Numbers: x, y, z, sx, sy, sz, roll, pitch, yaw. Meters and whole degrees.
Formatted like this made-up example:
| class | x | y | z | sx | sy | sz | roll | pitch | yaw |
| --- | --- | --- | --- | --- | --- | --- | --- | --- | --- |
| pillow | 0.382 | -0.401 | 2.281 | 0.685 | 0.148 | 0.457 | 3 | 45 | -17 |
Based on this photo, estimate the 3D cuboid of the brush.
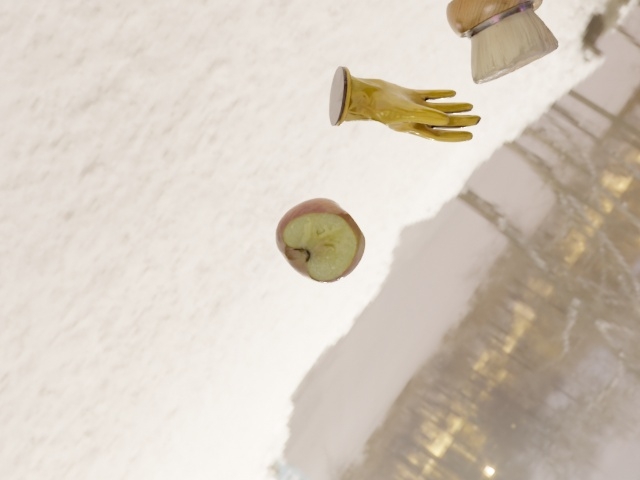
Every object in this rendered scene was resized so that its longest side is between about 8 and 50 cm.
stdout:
| class | x | y | z | sx | sy | sz | roll | pitch | yaw |
| --- | --- | --- | --- | --- | --- | --- | --- | --- | --- |
| brush | 0.361 | -0.407 | 1.977 | 0.174 | 0.166 | 0.267 | -26 | -179 | 37 |

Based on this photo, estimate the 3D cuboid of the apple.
| class | x | y | z | sx | sy | sz | roll | pitch | yaw |
| --- | --- | --- | --- | --- | --- | --- | --- | --- | --- |
| apple | 0.000 | 0.000 | 2.304 | 0.173 | 0.195 | 0.160 | -41 | -173 | -4 |

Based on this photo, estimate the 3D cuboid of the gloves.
| class | x | y | z | sx | sy | sz | roll | pitch | yaw |
| --- | --- | --- | --- | --- | --- | --- | --- | --- | --- |
| gloves | 0.171 | -0.263 | 2.041 | 0.116 | 0.294 | 0.133 | 119 | -26 | -60 |
